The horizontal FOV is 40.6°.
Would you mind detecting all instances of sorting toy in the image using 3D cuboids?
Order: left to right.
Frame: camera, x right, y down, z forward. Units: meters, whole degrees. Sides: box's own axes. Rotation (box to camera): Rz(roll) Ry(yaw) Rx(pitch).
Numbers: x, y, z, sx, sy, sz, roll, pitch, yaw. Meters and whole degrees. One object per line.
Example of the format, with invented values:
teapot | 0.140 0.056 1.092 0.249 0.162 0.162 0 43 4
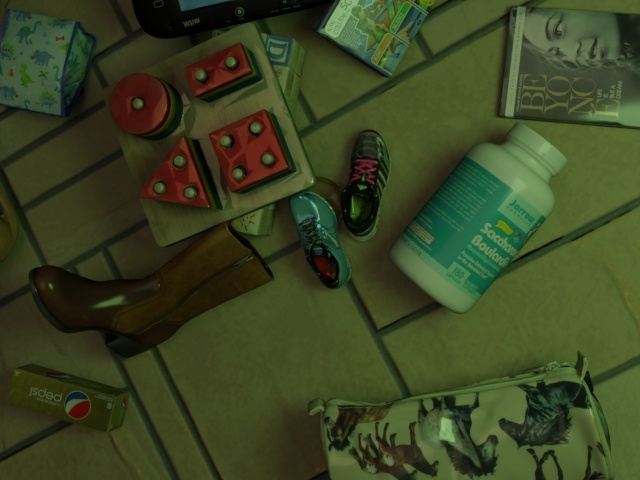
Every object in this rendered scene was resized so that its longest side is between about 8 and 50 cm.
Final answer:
sorting toy | -0.173 -0.153 1.244 0.256 0.089 0.257 -22 86 11

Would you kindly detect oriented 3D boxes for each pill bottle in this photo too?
pill bottle | 0.228 -0.036 1.225 0.146 0.146 0.264 39 98 9

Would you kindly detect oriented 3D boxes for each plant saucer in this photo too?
plant saucer | -0.001 -0.057 1.337 0.084 0.015 0.083 0 90 12

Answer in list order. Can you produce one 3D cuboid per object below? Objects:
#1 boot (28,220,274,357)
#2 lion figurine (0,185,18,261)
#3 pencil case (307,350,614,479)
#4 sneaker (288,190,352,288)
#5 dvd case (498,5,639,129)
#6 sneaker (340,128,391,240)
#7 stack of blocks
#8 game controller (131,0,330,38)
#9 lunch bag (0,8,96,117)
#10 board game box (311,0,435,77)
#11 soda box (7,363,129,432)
boot | -0.243 0.058 1.267 0.281 0.264 0.096 -29 45 16
lion figurine | -0.606 0.043 1.398 0.240 0.142 0.392 42 93 1
pencil case | 0.192 0.275 1.225 0.411 0.160 0.183 -11 87 11
sneaker | 0.000 0.000 1.294 0.063 0.073 0.162 -25 97 14
dvd case | 0.380 -0.252 1.261 0.221 0.018 0.164 7 91 11
sneaker | 0.066 -0.084 1.294 0.063 0.075 0.170 8 91 11
stack of blocks | -0.139 -0.167 1.328 0.171 0.087 0.297 12 92 11
game controller | -0.127 -0.398 1.252 0.319 0.067 0.166 -9 92 12
lunch bag | -0.445 -0.277 1.385 0.129 0.096 0.151 11 82 11
board game box | 0.095 -0.361 1.276 0.136 0.035 0.201 29 96 -22
soda box | -0.406 0.253 1.396 0.181 0.058 0.061 13 93 11
